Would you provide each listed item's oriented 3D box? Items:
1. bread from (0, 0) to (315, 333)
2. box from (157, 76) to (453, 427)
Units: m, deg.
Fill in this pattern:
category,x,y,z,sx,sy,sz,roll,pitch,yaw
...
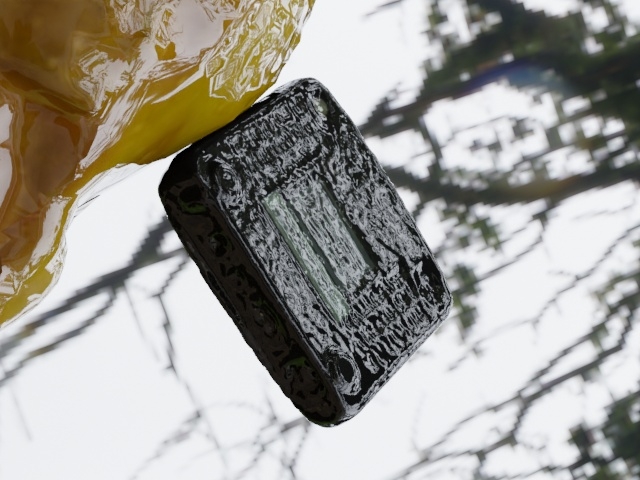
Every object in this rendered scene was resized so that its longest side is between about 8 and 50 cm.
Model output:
category,x,y,z,sx,sy,sz,roll,pitch,yaw
bread,-0.192,-0.149,0.744,0.394,0.361,0.250,18,-60,1
box,0.000,0.000,0.778,0.027,0.125,0.126,-29,-83,35
